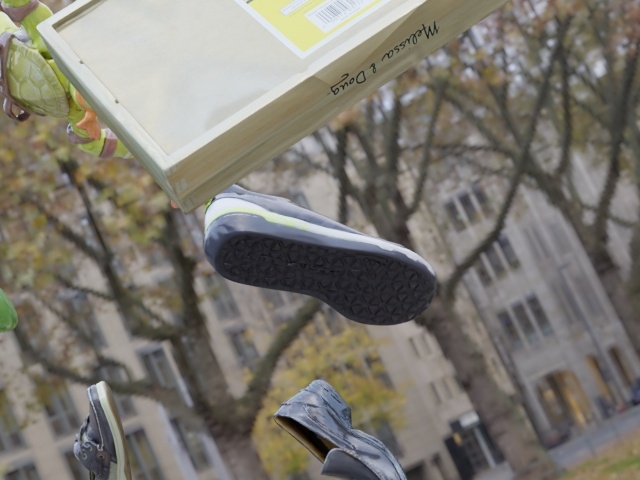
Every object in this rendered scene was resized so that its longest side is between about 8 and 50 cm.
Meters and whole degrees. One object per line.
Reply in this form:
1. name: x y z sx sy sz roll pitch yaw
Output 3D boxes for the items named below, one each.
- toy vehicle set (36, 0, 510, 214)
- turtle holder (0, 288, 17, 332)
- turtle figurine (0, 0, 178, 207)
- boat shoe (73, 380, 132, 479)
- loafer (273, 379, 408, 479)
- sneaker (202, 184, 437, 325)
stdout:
1. toy vehicle set: -0.010 -0.141 0.742 0.267 0.166 0.035 -34 -41 -10
2. turtle holder: -0.316 0.025 0.731 0.227 0.320 0.243 -33 -51 -7
3. turtle figurine: -0.216 -0.128 1.011 0.087 0.217 0.269 -50 -39 -20
4. boat shoe: -0.207 0.196 1.240 0.049 0.056 0.152 -12 -50 -10
5. loafer: 0.023 0.211 1.261 0.061 0.170 0.062 -26 -35 -33
6. sneaker: 0.000 0.000 1.180 0.235 0.097 0.084 20 -57 -23
